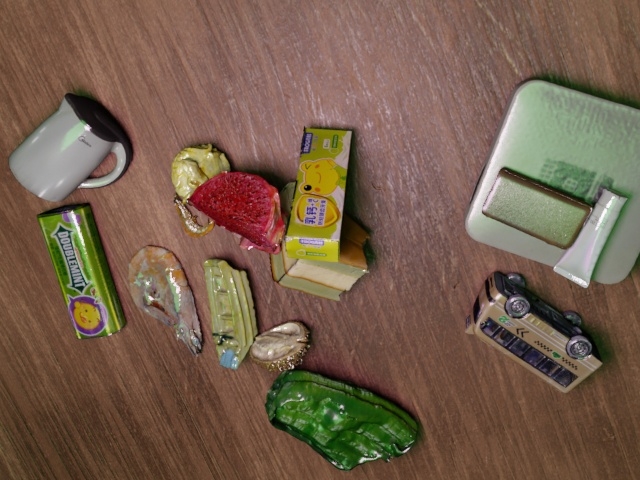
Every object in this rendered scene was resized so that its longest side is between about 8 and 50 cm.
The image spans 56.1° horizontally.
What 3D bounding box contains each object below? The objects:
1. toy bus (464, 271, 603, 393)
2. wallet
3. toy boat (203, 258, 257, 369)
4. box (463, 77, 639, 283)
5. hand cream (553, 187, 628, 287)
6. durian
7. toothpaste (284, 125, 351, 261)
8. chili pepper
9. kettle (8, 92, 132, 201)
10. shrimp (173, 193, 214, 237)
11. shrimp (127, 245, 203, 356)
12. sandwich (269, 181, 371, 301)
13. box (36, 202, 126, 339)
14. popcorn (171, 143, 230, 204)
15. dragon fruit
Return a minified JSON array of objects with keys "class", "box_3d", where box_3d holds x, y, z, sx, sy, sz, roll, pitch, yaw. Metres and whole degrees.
[{"class":"toy bus","box_3d":[0.476,0.206,1.364,0.289,0.139,0.157,33,114,-4]},{"class":"wallet","box_3d":[0.445,-0.065,1.246,0.198,0.031,0.110,25,110,10]},{"class":"toy boat","box_3d":[-0.223,0.176,1.499,0.111,0.084,0.276,3,103,48]},{"class":"box","box_3d":[0.535,-0.123,1.282,0.373,0.090,0.367,19,110,4]},{"class":"hand cream","box_3d":[0.560,-0.007,1.239,0.078,0.050,0.205,32,114,30]},{"class":"durian","box_3d":[-0.105,0.274,1.507,0.188,0.148,0.091,7,137,32]},{"class":"toothpaste","box_3d":[0.001,-0.106,1.275,0.110,0.327,0.077,5,143,3]},{"class":"chili pepper","box_3d":[0.045,0.434,1.503,0.385,0.167,0.213,25,125,-9]},{"class":"kettle","box_3d":[-0.581,-0.211,1.447,0.236,0.161,0.221,-39,123,16]},{"class":"shrimp","box_3d":[-0.317,-0.069,1.493,0.091,0.025,0.127,-29,103,17]},{"class":"shrimp","box_3d":[-0.403,0.165,1.561,0.164,0.062,0.317,-20,97,20]},{"class":"sandwich","box_3d":[0.000,0.000,1.392,0.198,0.227,0.155,17,136,-30]},{"class":"box","box_3d":[-0.617,0.079,1.555,0.134,0.097,0.346,-8,104,14]},{"class":"popcorn","box_3d":[-0.283,-0.160,1.417,0.141,0.162,0.135,-27,64,-6]},{"class":"dragon fruit","box_3d":[-0.157,-0.062,1.346,0.274,0.161,0.126,22,68,34]}]
